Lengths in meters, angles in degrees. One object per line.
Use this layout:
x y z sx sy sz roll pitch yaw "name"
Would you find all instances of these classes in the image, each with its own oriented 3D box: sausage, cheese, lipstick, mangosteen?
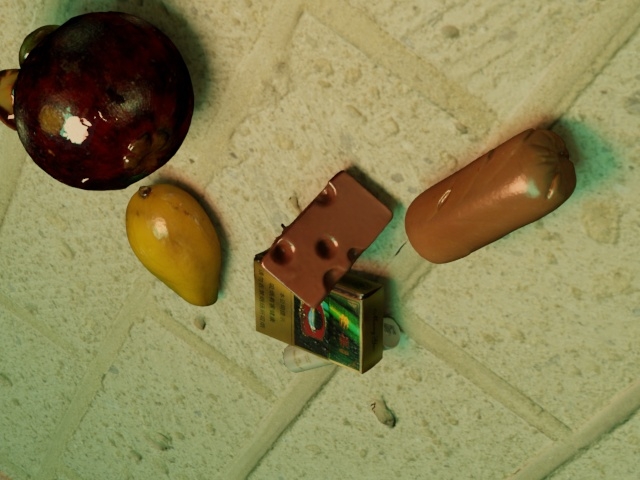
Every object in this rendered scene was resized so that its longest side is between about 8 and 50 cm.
0.246 -0.062 1.909 0.121 0.121 0.304 45 142 -11 "sausage"
0.017 -0.021 2.107 0.128 0.203 0.177 41 113 -2 "cheese"
0.034 0.190 2.375 0.264 0.059 0.059 -19 116 47 "lipstick"
-0.348 -0.223 2.073 0.311 0.311 0.311 21 139 19 "mangosteen"

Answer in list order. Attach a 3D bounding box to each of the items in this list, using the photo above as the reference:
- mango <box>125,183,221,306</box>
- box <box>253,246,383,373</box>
-0.258 0.012 2.377 0.176 0.119 0.317 11 144 25 "mango"
-0.005 0.115 2.273 0.240 0.071 0.159 19 122 32 "box"
